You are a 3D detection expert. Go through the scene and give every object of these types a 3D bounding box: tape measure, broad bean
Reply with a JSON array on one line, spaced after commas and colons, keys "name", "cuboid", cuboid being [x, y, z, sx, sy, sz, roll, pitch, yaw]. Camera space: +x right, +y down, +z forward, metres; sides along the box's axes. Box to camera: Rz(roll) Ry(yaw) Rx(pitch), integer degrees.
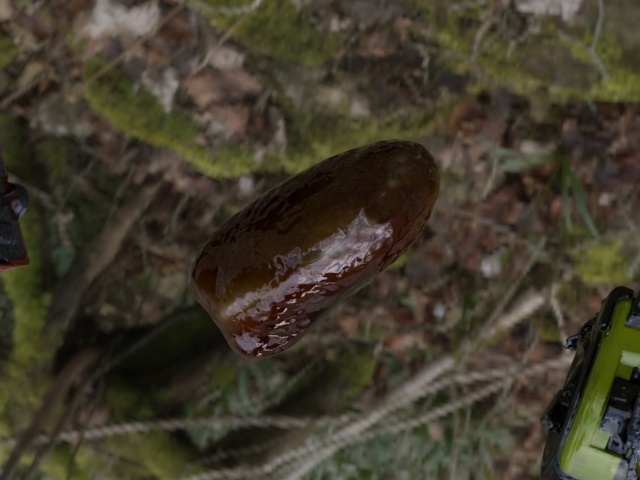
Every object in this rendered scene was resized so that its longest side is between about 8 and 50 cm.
[{"name": "tape measure", "cuboid": [0.253, 0.141, 1.424, 0.112, 0.186, 0.199, 17, 168, 6]}, {"name": "broad bean", "cuboid": [0.000, 0.000, 0.972, 0.165, 0.114, 0.084, -34, 106, 34]}]

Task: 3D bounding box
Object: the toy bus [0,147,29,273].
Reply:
[{"name": "toy bus", "cuboid": [-0.261, -0.063, 1.164, 0.077, 0.065, 0.192, -24, 75, 31]}]
